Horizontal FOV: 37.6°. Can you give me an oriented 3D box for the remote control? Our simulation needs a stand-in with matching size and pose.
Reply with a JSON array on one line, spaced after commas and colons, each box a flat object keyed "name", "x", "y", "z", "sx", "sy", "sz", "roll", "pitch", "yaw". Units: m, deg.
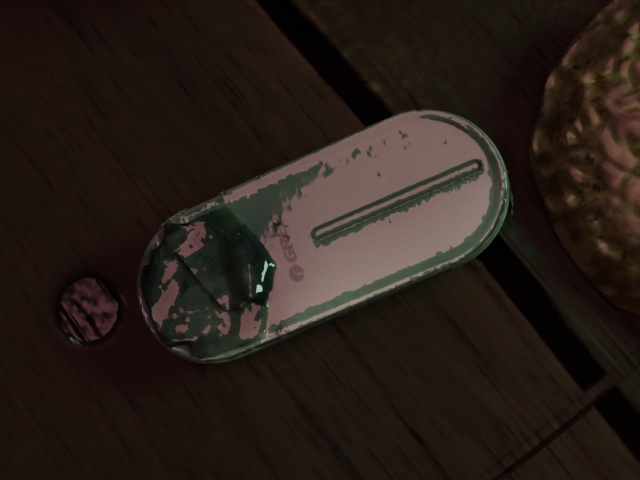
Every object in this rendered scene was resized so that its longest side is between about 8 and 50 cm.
[{"name": "remote control", "x": 0.000, "y": 0.000, "z": 0.596, "sx": 0.247, "sy": 0.052, "sz": 0.104, "roll": -23, "pitch": 79, "yaw": 9}]

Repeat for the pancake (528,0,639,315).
[{"name": "pancake", "x": 0.233, "y": -0.049, "z": 0.546, "sx": 0.212, "sy": 0.029, "sz": 0.235, "roll": -20, "pitch": 85, "yaw": 23}]
